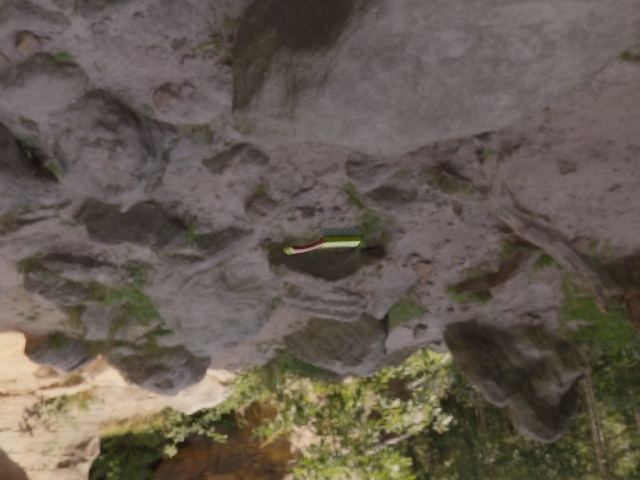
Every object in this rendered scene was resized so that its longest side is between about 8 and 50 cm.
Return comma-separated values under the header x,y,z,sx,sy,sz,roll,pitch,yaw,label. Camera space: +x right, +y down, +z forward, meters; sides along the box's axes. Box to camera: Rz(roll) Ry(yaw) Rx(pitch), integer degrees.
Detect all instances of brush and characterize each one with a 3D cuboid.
x,y,z,sx,sy,sz,roll,pitch,yaw,label
0.000,0.000,0.676,0.083,0.021,0.019,-8,162,-22,brush
